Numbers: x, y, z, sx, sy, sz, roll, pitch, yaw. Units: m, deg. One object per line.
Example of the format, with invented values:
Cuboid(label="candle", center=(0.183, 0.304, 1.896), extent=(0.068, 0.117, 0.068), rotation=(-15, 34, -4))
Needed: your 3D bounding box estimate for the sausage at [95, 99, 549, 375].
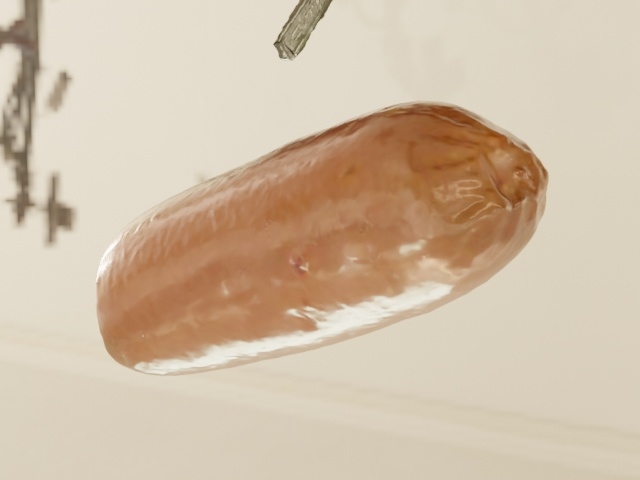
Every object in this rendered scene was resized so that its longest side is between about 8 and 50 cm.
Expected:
Cuboid(label="sausage", center=(0.000, 0.000, 0.853), extent=(0.259, 0.113, 0.113), rotation=(-20, 177, 41))

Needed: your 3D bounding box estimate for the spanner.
Cuboid(label="spanner", center=(0.014, -0.290, 1.783), extent=(0.026, 0.093, 0.325), rotation=(-2, -142, 25))
